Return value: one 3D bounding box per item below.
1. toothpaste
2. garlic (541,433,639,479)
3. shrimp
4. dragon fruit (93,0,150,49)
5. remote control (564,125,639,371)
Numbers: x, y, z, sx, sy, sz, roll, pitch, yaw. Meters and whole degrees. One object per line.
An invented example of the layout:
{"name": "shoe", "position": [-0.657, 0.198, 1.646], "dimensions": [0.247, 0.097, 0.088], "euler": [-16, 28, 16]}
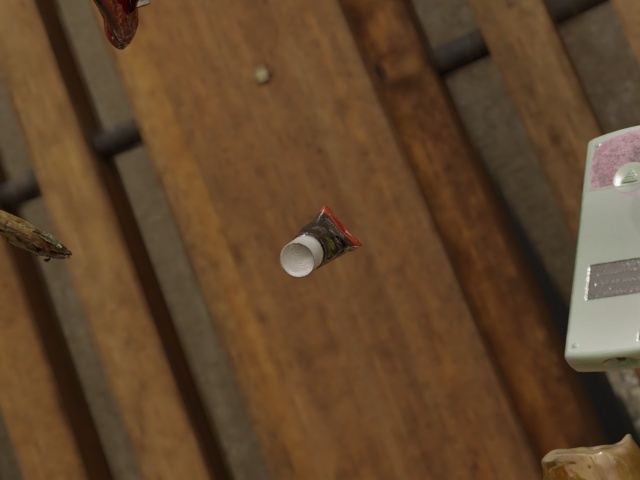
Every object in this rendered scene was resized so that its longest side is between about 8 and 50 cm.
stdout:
{"name": "toothpaste", "position": [0.000, 0.000, 1.988], "dimensions": [0.045, 0.071, 0.193], "euler": [-43, -4, 23]}
{"name": "garlic", "position": [0.236, 0.314, 1.271], "dimensions": [0.143, 0.318, 0.112], "euler": [-1, -7, 15]}
{"name": "shrimp", "position": [-0.451, -0.010, 2.393], "dimensions": [0.190, 0.042, 0.101], "euler": [30, -4, -38]}
{"name": "dragon fruit", "position": [-0.349, -0.442, 2.404], "dimensions": [0.100, 0.343, 0.282], "euler": [-29, 22, 0]}
{"name": "remote control", "position": [0.393, 0.003, 2.016], "dimensions": [0.145, 0.344, 0.050], "euler": [-9, -37, 33]}
